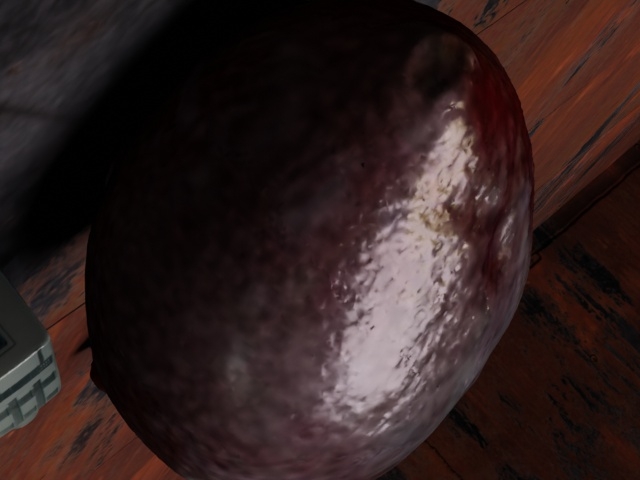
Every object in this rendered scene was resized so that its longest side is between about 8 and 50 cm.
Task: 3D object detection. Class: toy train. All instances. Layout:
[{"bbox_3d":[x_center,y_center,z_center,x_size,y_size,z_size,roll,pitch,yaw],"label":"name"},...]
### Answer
[{"bbox_3d":[-0.168,0.075,0.897,0.052,0.051,0.234,-38,170,-15],"label":"toy train"}]

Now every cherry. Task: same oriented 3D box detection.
[{"bbox_3d":[0.000,0.000,0.817,0.230,0.203,0.300,-27,155,-39],"label":"cherry"}]

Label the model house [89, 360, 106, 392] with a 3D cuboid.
[{"bbox_3d":[0.006,0.026,1.113,0.254,0.160,0.196,-50,169,26],"label":"model house"}]
